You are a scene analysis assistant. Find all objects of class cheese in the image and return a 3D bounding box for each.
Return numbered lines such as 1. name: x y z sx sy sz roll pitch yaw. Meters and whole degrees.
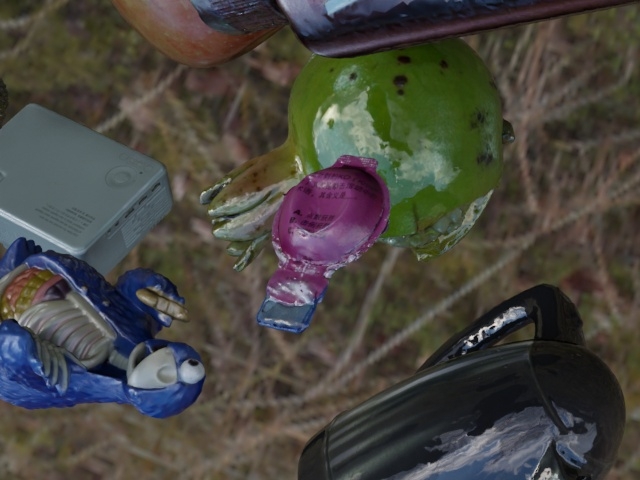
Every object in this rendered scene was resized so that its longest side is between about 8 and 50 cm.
1. cheese: 0.000 0.000 1.200 0.095 0.145 0.038 9 152 36

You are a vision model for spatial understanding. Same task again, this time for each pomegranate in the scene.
1. pomegranate: 0.031 -0.081 1.617 0.302 0.236 0.236 -19 141 1

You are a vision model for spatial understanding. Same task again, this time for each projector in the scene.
1. projector: -0.352 -0.058 2.312 0.257 0.192 0.099 25 145 26

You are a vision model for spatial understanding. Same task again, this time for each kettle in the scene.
1. kettle: 0.152 0.183 1.490 0.271 0.251 0.207 -37 85 26

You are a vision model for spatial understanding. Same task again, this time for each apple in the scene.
1. apple: -0.073 -0.215 1.170 0.181 0.181 0.168 -25 97 51

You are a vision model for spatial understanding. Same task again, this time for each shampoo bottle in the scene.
1. shampoo bottle: 0.057 -0.170 0.923 0.323 0.084 0.129 -3 104 44

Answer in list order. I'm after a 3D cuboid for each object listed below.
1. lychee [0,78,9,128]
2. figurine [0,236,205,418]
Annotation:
1. lychee: -0.286 -0.103 1.392 0.067 0.068 0.083 46 123 36
2. figurine: -0.183 0.078 1.279 0.262 0.164 0.120 28 124 50
